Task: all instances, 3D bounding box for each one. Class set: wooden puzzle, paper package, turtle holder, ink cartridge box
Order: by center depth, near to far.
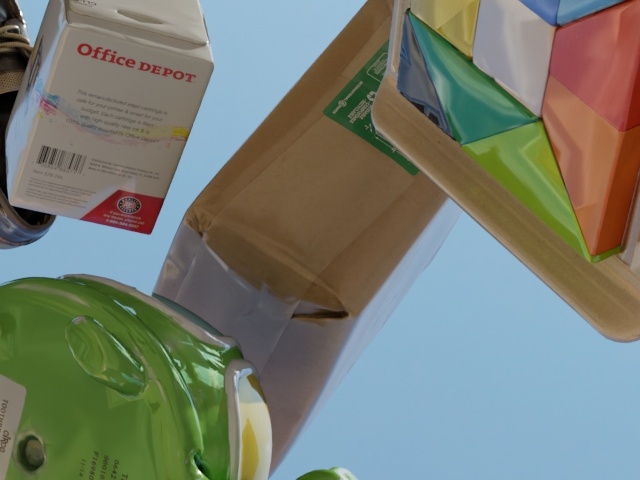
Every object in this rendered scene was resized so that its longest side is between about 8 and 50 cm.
[{"bbox_3d":[0.100,-0.099,0.862,0.044,0.238,0.221,-18,-134,-31],"label":"wooden puzzle"},{"bbox_3d":[-0.129,0.137,1.307,0.320,0.227,0.243,-14,-97,32],"label":"turtle holder"},{"bbox_3d":[-0.179,-0.120,1.544,0.128,0.176,0.127,14,-149,-19],"label":"ink cartridge box"},{"bbox_3d":[0.000,0.000,1.591,0.168,0.309,0.325,35,-127,6],"label":"paper package"}]

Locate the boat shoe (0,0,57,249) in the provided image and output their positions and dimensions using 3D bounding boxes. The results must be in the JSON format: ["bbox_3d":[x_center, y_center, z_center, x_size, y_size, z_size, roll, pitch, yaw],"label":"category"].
[{"bbox_3d":[-0.322,-0.166,1.849,0.132,0.355,0.130,-22,-167,-34],"label":"boat shoe"}]
